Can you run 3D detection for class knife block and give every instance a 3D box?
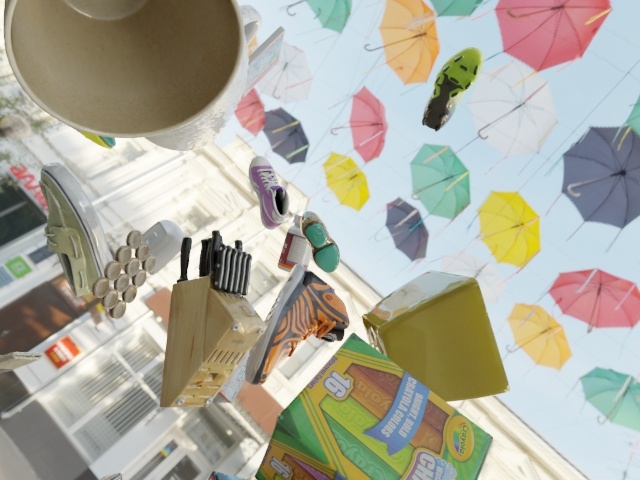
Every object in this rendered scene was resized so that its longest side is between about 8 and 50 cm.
[{"bbox_3d":[-0.220,0.124,0.809,0.242,0.276,0.088,42,9,37],"label":"knife block"}]

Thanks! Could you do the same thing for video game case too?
[{"bbox_3d":[-0.218,-0.648,1.632,0.025,0.204,0.285,44,-6,-7],"label":"video game case"}]

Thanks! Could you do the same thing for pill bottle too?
[{"bbox_3d":[-0.084,0.016,1.734,0.121,0.121,0.222,18,-87,39],"label":"pill bottle"}]

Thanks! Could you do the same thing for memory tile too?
[{"bbox_3d":[-0.366,0.064,0.837,0.012,0.148,0.113,10,-37,15],"label":"memory tile"}]

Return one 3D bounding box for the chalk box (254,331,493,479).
[{"bbox_3d":[0.088,0.303,0.577,0.288,0.180,0.179,33,-48,17],"label":"chalk box"}]

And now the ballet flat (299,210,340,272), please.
[{"bbox_3d":[0.000,0.000,1.096,0.206,0.072,0.067,71,-2,-50],"label":"ballet flat"}]

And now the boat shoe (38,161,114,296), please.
[{"bbox_3d":[-0.496,-0.007,0.893,0.109,0.094,0.303,25,-45,34],"label":"boat shoe"}]

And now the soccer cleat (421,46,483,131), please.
[{"bbox_3d":[0.352,-0.418,1.197,0.093,0.121,0.289,29,-24,5],"label":"soccer cleat"}]

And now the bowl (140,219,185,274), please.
[{"bbox_3d":[-0.446,0.008,1.216,0.142,0.142,0.053,42,-7,47],"label":"bowl"}]

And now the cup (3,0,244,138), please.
[{"bbox_3d":[-0.318,-0.365,0.701,0.237,0.330,0.331,60,-29,23],"label":"cup"}]

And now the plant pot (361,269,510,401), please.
[{"bbox_3d":[0.198,0.193,0.857,0.212,0.187,0.213,-178,-111,-82],"label":"plant pot"}]

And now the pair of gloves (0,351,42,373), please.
[{"bbox_3d":[-0.776,0.263,0.974,0.204,0.240,0.042,-23,-115,26],"label":"pair of gloves"}]

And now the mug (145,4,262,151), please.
[{"bbox_3d":[-0.281,-0.431,1.062,0.276,0.374,0.328,46,-28,-10],"label":"mug"}]

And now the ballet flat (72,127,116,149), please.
[{"bbox_3d":[-0.548,-0.298,0.988,0.077,0.077,0.231,-104,177,-47],"label":"ballet flat"}]

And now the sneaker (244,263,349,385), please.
[{"bbox_3d":[-0.033,0.200,0.988,0.180,0.321,0.125,31,-43,-5],"label":"sneaker"}]

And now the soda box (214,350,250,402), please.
[{"bbox_3d":[-0.234,0.347,1.210,0.062,0.183,0.058,-14,-57,37],"label":"soda box"}]

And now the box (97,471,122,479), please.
[{"bbox_3d":[-0.401,0.540,0.792,0.191,0.045,0.184,84,-9,-77],"label":"box"}]

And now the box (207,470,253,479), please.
[{"bbox_3d":[-0.079,0.452,0.660,0.159,0.044,0.233,30,-1,-27],"label":"box"}]

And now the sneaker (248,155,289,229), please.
[{"bbox_3d":[-0.169,-0.194,1.565,0.161,0.102,0.283,-40,-115,61],"label":"sneaker"}]
